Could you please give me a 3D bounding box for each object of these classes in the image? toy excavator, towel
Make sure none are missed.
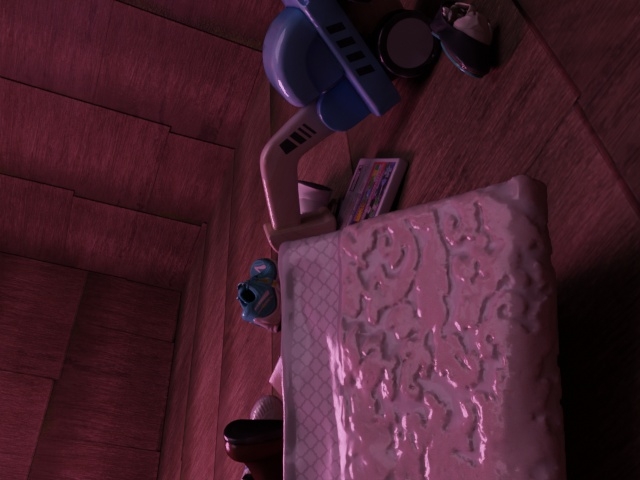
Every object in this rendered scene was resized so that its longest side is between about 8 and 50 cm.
[{"bbox_3d":[-0.007,-0.245,1.210,0.445,0.433,0.222,-37,24,4],"label":"toy excavator"},{"bbox_3d":[0.070,0.133,0.618,0.316,0.053,0.332,-12,74,48],"label":"towel"}]

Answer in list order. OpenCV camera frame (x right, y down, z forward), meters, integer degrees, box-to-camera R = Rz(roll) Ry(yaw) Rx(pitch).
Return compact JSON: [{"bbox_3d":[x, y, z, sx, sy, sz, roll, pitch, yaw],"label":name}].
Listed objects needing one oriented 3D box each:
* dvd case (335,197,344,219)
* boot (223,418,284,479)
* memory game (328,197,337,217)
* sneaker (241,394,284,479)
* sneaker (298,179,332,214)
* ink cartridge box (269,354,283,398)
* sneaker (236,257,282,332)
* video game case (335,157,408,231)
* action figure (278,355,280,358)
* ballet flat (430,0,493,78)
[{"bbox_3d":[0.028,0.039,1.339,0.164,0.018,0.222,-131,57,-70],"label":"dvd case"},{"bbox_3d":[-0.069,0.391,0.941,0.264,0.096,0.281,53,-141,-71],"label":"boot"},{"bbox_3d":[0.000,0.000,1.424,0.186,0.012,0.186,-163,90,-82],"label":"memory game"},{"bbox_3d":[-0.110,0.431,1.373,0.086,0.085,0.238,67,-150,-75],"label":"sneaker"},{"bbox_3d":[-0.057,-0.032,1.478,0.297,0.110,0.130,127,154,-73],"label":"sneaker"},{"bbox_3d":[0.052,0.157,0.884,0.193,0.088,0.235,43,125,30],"label":"ink cartridge box"},{"bbox_3d":[-0.153,0.120,1.703,0.275,0.109,0.107,-108,36,-62],"label":"sneaker"},{"bbox_3d":[0.075,-0.049,1.207,0.202,0.023,0.183,-68,19,0],"label":"video game case"},{"bbox_3d":[0.015,0.159,1.073,0.164,0.140,0.275,-63,15,1],"label":"action figure"},{"bbox_3d":[0.202,-0.295,0.968,0.203,0.074,0.074,-98,28,-57],"label":"ballet flat"}]
